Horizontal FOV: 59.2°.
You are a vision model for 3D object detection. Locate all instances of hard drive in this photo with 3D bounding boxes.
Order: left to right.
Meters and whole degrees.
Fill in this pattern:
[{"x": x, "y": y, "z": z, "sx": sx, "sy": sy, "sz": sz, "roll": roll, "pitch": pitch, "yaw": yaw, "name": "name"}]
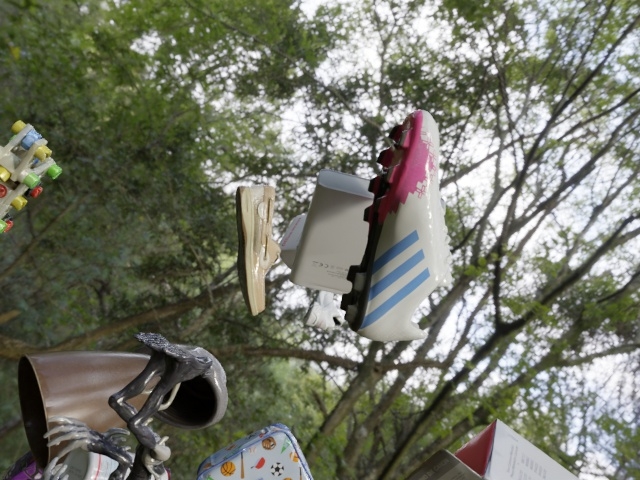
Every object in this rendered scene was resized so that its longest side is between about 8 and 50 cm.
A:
[{"x": 0.066, "y": 0.008, "z": 0.989, "sx": 0.203, "sy": 0.040, "sz": 0.307, "roll": 13, "pitch": -35, "yaw": -4, "name": "hard drive"}]

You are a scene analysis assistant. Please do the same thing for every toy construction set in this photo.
[{"x": -0.691, "y": -0.104, "z": 1.185, "sx": 0.151, "sy": 0.327, "sz": 0.215, "roll": 55, "pitch": -7, "yaw": -11, "name": "toy construction set"}]

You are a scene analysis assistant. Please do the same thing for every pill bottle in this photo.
[{"x": -0.333, "y": 0.389, "z": 0.923, "sx": 0.087, "sy": 0.087, "sz": 0.160, "roll": 29, "pitch": -7, "yaw": 47, "name": "pill bottle"}]

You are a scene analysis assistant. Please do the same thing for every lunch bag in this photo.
[{"x": -0.178, "y": 0.663, "z": 1.528, "sx": 0.243, "sy": 0.303, "sz": 0.115, "roll": 64, "pitch": -11, "yaw": -1, "name": "lunch bag"}]

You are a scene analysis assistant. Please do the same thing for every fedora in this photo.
[{"x": -0.350, "y": 0.348, "z": 1.439, "sx": 0.275, "sy": 0.124, "sz": 0.244, "roll": 28, "pitch": -66, "yaw": 1, "name": "fedora"}]

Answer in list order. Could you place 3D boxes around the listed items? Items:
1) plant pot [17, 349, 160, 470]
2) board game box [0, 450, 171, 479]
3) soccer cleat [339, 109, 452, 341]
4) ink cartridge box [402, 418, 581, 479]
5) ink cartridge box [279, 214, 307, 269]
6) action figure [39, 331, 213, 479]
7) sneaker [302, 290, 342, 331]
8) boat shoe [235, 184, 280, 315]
[{"x": -0.443, "y": 0.302, "z": 1.109, "sx": 0.215, "sy": 0.230, "sz": 0.215, "roll": 12, "pitch": -74, "yaw": 49, "name": "plant pot"}, {"x": -0.554, "y": 0.575, "z": 1.344, "sx": 0.347, "sy": 0.208, "sz": 0.056, "roll": 43, "pitch": 19, "yaw": -41, "name": "board game box"}, {"x": 0.131, "y": -0.011, "z": 0.801, "sx": 0.116, "sy": 0.143, "sz": 0.331, "roll": -109, "pitch": -147, "yaw": -75, "name": "soccer cleat"}, {"x": 0.246, "y": 0.451, "z": 0.938, "sx": 0.272, "sy": 0.130, "sz": 0.309, "roll": 36, "pitch": -53, "yaw": 4, "name": "ink cartridge box"}, {"x": 0.000, "y": 0.000, "z": 1.668, "sx": 0.219, "sy": 0.160, "sz": 0.092, "roll": -3, "pitch": -47, "yaw": 39, "name": "ink cartridge box"}, {"x": -0.225, "y": 0.234, "z": 0.595, "sx": 0.141, "sy": 0.276, "sz": 0.164, "roll": 27, "pitch": -11, "yaw": -29, "name": "action figure"}, {"x": 0.018, "y": 0.231, "z": 1.781, "sx": 0.115, "sy": 0.232, "sz": 0.090, "roll": 33, "pitch": -69, "yaw": 0, "name": "sneaker"}, {"x": -0.156, "y": 0.026, "z": 1.469, "sx": 0.121, "sy": 0.110, "sz": 0.341, "roll": -163, "pitch": -110, "yaw": -71, "name": "boat shoe"}]
